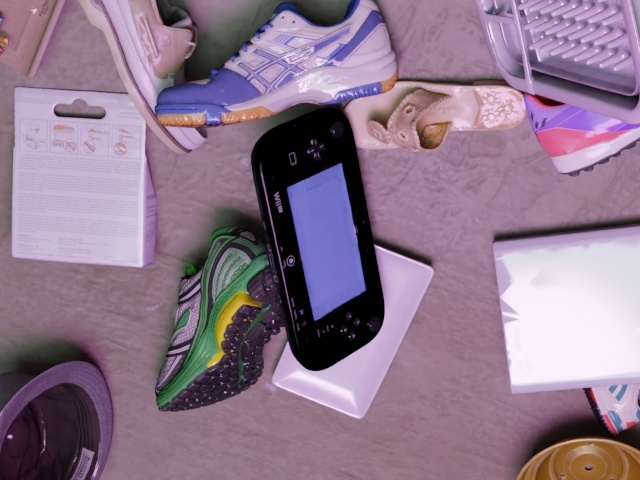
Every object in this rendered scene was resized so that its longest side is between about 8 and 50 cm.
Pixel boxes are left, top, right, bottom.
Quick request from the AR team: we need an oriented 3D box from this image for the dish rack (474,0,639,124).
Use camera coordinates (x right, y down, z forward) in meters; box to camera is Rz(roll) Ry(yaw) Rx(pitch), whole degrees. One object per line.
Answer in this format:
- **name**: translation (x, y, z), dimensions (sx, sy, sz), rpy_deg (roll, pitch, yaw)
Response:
- **dish rack**: translation (0.255, -0.283, 1.202), dimensions (0.072, 0.333, 0.285), rpy_deg (-23, 112, -11)

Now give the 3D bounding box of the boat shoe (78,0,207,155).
- **boat shoe**: translation (-0.201, -0.241, 1.391), dimensions (0.103, 0.113, 0.302), rpy_deg (-24, 122, 5)

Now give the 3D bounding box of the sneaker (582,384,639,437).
- **sneaker**: translation (0.392, 0.184, 1.543), dimensions (0.075, 0.057, 0.161), rpy_deg (-26, 106, -2)

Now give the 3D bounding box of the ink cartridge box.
- **ink cartridge box**: translation (-0.316, -0.084, 1.538), dimensions (0.189, 0.066, 0.232), rpy_deg (4, 96, 8)

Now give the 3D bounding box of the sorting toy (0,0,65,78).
- **sorting toy**: translation (-0.414, -0.331, 1.431), dimensions (0.208, 0.038, 0.193), rpy_deg (30, 117, -1)

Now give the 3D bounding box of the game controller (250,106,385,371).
- **game controller**: translation (0.000, 0.000, 1.426), dimensions (0.067, 0.166, 0.319), rpy_deg (2, 112, 36)

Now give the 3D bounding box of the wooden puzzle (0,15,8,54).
- **wooden puzzle**: translation (-0.427, -0.270, 1.436), dimensions (0.083, 0.006, 0.049), rpy_deg (30, 118, -1)

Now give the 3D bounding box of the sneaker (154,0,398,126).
- **sneaker**: translation (-0.060, -0.214, 1.371), dimensions (0.296, 0.112, 0.131), rpy_deg (-14, 99, -9)

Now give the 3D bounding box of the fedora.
- **fedora**: translation (-0.424, 0.284, 1.660), dimensions (0.124, 0.244, 0.275), rpy_deg (19, 132, 33)

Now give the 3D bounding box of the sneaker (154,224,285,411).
- **sneaker**: translation (-0.141, 0.115, 1.570), dimensions (0.146, 0.134, 0.343), rpy_deg (58, 133, 28)

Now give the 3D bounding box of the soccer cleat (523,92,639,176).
- **soccer cleat**: translation (0.389, -0.195, 1.321), dimensions (0.318, 0.108, 0.116), rpy_deg (-30, 104, 24)

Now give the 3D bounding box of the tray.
- **tray**: translation (0.041, 0.115, 1.575), dimensions (0.145, 0.030, 0.270), rpy_deg (22, 118, -2)

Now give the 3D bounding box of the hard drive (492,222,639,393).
- **hard drive**: translation (0.387, 0.082, 1.462), dimensions (0.308, 0.040, 0.203), rpy_deg (-7, 95, 12)

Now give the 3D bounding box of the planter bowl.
- **planter bowl**: translation (0.376, 0.340, 1.595), dimensions (0.217, 0.090, 0.217), rpy_deg (4, 117, 9)

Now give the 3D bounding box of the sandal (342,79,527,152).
- **sandal**: translation (0.132, -0.148, 1.400), dimensions (0.240, 0.079, 0.088), rpy_deg (-6, 115, 13)
